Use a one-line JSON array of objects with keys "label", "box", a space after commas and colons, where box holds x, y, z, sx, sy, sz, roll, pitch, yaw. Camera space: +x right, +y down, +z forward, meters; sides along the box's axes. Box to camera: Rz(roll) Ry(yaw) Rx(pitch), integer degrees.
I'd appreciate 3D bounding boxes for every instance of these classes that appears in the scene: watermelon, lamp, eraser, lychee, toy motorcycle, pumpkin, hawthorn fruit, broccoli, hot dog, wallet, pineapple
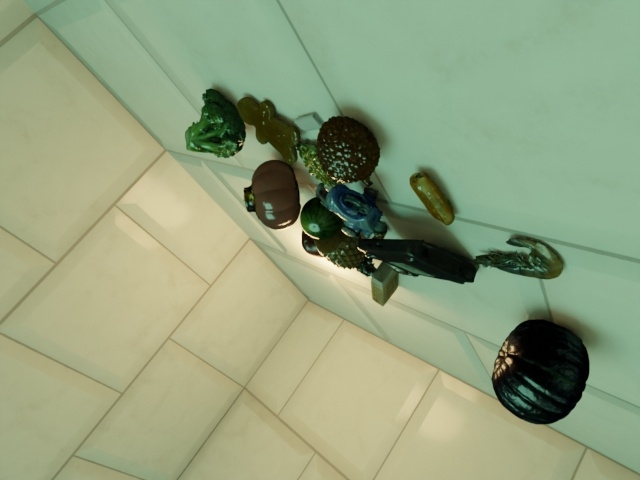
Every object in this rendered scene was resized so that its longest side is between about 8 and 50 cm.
[{"label": "watermelon", "box": [0.007, -0.104, 1.927, 0.187, 0.215, 0.188, 8, 122, 14]}, {"label": "lamp", "box": [-0.209, -0.194, 1.908, 0.239, 0.306, 0.305, -8, 160, -3]}, {"label": "eraser", "box": [0.315, 0.203, 2.172, 0.078, 0.144, 0.343, 32, 162, 22]}, {"label": "lychee", "box": [0.084, -0.258, 1.325, 0.238, 0.200, 0.200, 57, 158, -19]}, {"label": "toy motorcycle", "box": [0.104, -0.101, 1.619, 0.240, 0.182, 0.319, -2, 160, 24]}, {"label": "pumpkin", "box": [0.764, 0.460, 1.561, 0.266, 0.364, 0.363, 26, 161, 13]}, {"label": "hawthorn fruit", "box": [0.000, 0.000, 2.243, 0.185, 0.185, 0.202, 27, 174, 31]}, {"label": "broccoli", "box": [-0.429, -0.451, 1.792, 0.265, 0.245, 0.295, 50, 145, 25]}, {"label": "hot dog", "box": [0.350, -0.124, 1.358, 0.235, 0.062, 0.092, 44, 179, -39]}, {"label": "wallet", "box": [-0.037, -0.395, 1.490, 0.061, 0.025, 0.122, 39, 165, -30]}, {"label": "pineapple", "box": [0.141, 0.070, 2.073, 0.202, 0.202, 0.362, 18, 159, 48]}]

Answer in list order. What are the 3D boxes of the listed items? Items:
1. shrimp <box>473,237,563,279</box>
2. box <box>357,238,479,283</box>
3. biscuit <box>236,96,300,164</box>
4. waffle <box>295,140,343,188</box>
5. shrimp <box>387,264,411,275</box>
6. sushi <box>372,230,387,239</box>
[{"label": "shrimp", "box": [0.585, 0.045, 1.357, 0.296, 0.058, 0.169, 9, 141, 52]}, {"label": "box", "box": [0.357, 0.071, 1.650, 0.359, 0.091, 0.350, 22, 170, -27]}, {"label": "biscuit", "box": [-0.188, -0.424, 1.632, 0.301, 0.049, 0.197, 39, 144, 12]}, {"label": "waffle", "box": [0.004, -0.280, 1.658, 0.204, 0.054, 0.223, 39, 167, 36]}, {"label": "shrimp", "box": [0.349, 0.105, 1.971, 0.190, 0.073, 0.074, 40, -151, 24]}, {"label": "sushi", "box": [0.244, -0.038, 1.830, 0.055, 0.052, 0.120, 22, 165, 0]}]
